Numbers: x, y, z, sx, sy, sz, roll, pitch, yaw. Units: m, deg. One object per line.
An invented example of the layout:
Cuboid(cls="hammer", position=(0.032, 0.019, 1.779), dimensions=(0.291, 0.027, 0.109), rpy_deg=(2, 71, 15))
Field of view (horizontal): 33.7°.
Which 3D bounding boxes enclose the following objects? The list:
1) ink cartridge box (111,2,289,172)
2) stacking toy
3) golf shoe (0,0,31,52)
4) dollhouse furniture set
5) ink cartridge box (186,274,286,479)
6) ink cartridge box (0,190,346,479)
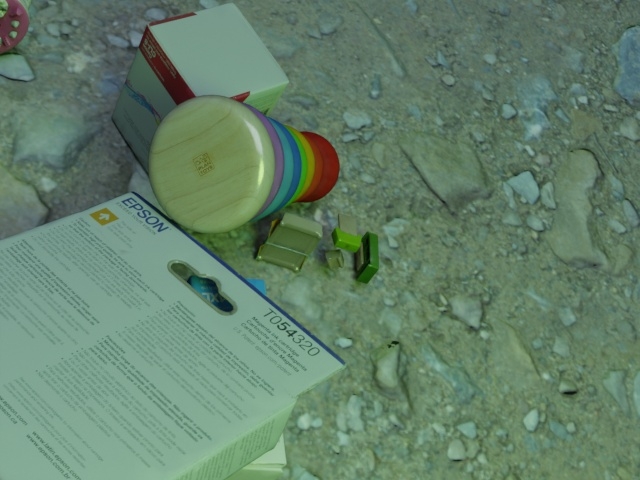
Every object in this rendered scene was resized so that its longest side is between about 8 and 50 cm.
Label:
Cuboid(cls="ink cartridge box", position=(-0.147, -0.166, 1.250), dimensions=(0.128, 0.176, 0.127), rpy_deg=(-25, 72, -37))
Cuboid(cls="stacking toy", position=(-0.058, -0.087, 1.208), dimensions=(0.141, 0.141, 0.330), rpy_deg=(53, 19, 10))
Cuboid(cls="golf shoe", position=(-0.483, -0.326, 1.228), dimensions=(0.306, 0.115, 0.140), rpy_deg=(23, 42, -22))
Cuboid(cls="dollhouse furniture set", position=(0.000, 0.000, 1.294), dimensions=(0.151, 0.076, 0.059), rpy_deg=(17, 42, -19))
Cuboid(cls="ink cartridge box", position=(-0.108, 0.159, 1.085), dimensions=(0.086, 0.148, 0.203), rpy_deg=(6, 58, -23))
Cuboid(cls="ink cartridge box", position=(-0.201, 0.107, 0.959), dimensions=(0.324, 0.071, 0.330), rpy_deg=(37, 40, 27))
